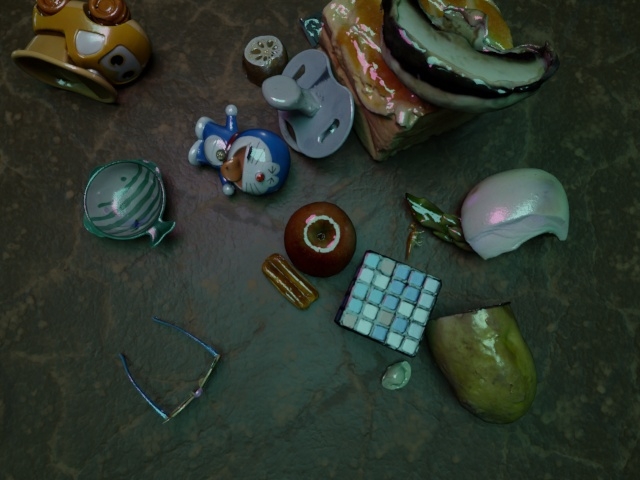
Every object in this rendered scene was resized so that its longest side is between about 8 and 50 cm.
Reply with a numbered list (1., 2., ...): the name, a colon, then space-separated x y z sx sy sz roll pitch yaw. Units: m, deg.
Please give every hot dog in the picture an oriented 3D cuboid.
1. hot dog: -0.078 0.100 1.089 0.165 0.045 0.071 44 84 5

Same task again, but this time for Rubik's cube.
1. Rubik's cube: 0.149 0.146 1.020 0.184 0.187 0.182 23 82 4

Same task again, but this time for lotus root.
1. lotus root: -0.149 -0.479 1.162 0.122 0.081 0.112 -37 77 -7

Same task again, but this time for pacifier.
1. pacifier: -0.054 -0.324 1.049 0.227 0.207 0.279 -41 67 31

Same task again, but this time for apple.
1. apple: 0.000 0.000 1.047 0.180 0.168 0.181 0 87 -5

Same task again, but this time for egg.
1. egg: 0.478 -0.086 1.042 0.270 0.162 0.207 -5 67 -24

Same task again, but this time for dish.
1. dish: -0.460 -0.084 1.088 0.246 0.078 0.224 42 83 5

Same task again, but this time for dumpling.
1. dumpling: 0.187 0.332 1.066 0.059 0.043 0.077 46 66 -12

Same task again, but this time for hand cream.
1. hand cream: 0.059 -0.632 1.200 0.247 0.052 0.075 -35 83 -6

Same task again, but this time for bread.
1. bread: 0.217 -0.440 1.066 0.371 0.279 0.390 -25 82 -7

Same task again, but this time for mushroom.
1. mushroom: 0.268 -0.357 0.857 0.344 0.130 0.248 15 58 -5

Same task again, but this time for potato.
1. potato: 0.371 0.282 0.995 0.229 0.229 0.266 -16 79 -4

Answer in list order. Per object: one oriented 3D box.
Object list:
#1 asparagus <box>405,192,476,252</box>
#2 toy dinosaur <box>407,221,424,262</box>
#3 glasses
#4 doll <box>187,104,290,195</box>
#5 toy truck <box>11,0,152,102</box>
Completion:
1. asparagus: 0.332 -0.029 1.107 0.287 0.080 0.080 25 81 7
2. toy dinosaur: 0.242 0.005 1.122 0.041 0.026 0.113 5 72 6
3. glasses: -0.355 0.298 1.056 0.220 0.088 0.190 36 82 24
4. doll: -0.198 -0.212 1.077 0.256 0.161 0.215 18 109 12
5. toy truck: -0.573 -0.479 1.081 0.287 0.204 0.212 12 84 0
